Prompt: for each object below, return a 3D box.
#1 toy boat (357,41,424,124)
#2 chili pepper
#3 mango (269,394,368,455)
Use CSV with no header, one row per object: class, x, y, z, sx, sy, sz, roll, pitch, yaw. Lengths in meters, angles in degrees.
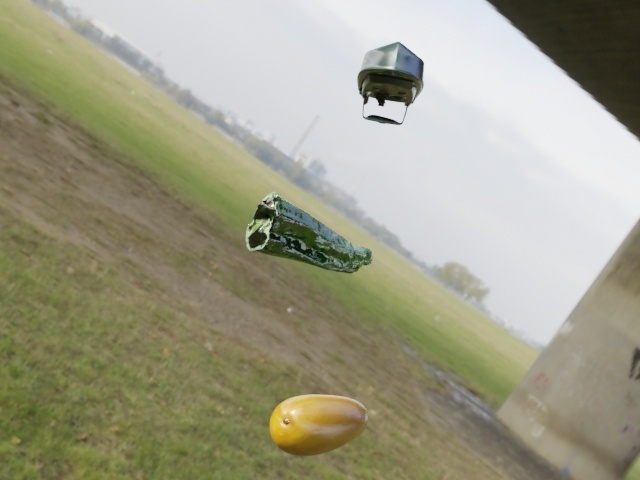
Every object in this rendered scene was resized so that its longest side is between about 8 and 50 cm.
toy boat,0.097,-0.221,1.144,0.093,0.103,0.246,10,3,1
chili pepper,0.000,0.000,1.178,0.227,0.088,0.059,18,11,-42
mango,0.006,0.267,1.194,0.184,0.102,0.084,12,57,-45
